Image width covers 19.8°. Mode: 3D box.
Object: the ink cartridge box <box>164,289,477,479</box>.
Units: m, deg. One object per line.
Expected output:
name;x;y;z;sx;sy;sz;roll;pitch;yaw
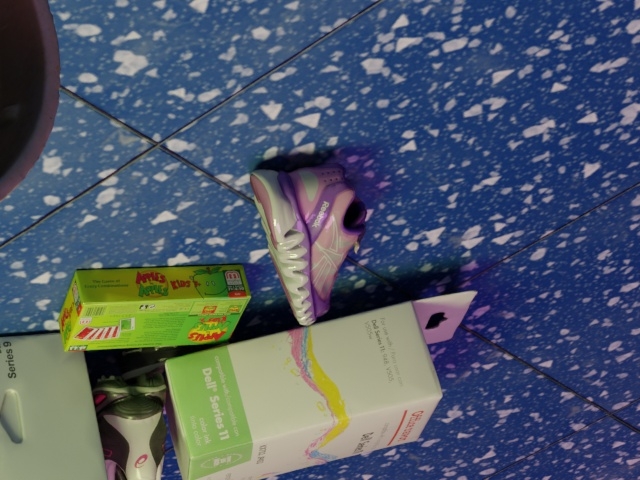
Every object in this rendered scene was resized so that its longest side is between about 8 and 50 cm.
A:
ink cartridge box;0.010;0.172;2.042;0.353;0.119;0.207;-13;162;-9

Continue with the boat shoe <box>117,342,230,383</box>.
boat shoe;-0.161;0.121;2.000;0.125;0.038;0.046;-18;165;5

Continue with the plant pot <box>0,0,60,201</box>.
plant pot;-0.404;-0.093;1.323;0.334;0.334;0.305;7;153;-34

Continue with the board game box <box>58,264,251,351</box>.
board game box;-0.173;0.070;1.907;0.181;0.043;0.092;-1;146;-23

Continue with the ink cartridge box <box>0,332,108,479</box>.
ink cartridge box;-0.317;0.262;1.977;0.121;0.211;0.289;-4;147;-19

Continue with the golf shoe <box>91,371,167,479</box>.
golf shoe;-0.226;0.233;2.036;0.105;0.120;0.273;-6;164;-12

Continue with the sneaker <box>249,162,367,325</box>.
sneaker;0.000;0.000;1.843;0.104;0.095;0.236;-22;148;-7
